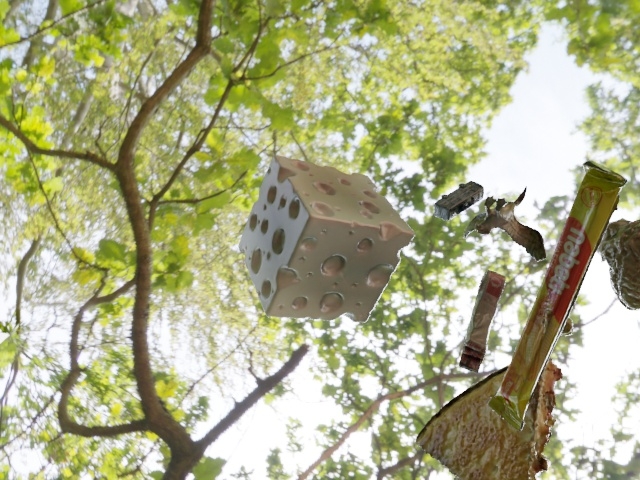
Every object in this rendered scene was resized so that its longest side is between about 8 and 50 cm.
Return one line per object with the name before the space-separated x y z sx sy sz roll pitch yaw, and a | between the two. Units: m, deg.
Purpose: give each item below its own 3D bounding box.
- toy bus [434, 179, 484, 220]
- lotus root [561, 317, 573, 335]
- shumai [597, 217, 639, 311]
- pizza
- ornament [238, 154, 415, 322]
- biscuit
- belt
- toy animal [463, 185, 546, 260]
toy bus | 0.377 -0.109 1.519 0.166 0.065 0.047 -30 -50 -30
lotus root | 0.628 0.219 1.491 0.049 0.099 0.054 -29 -62 -16
shumai | 0.634 0.032 1.150 0.166 0.175 0.205 -28 -61 -9
pizza | 0.420 0.504 1.301 0.130 0.440 0.406 32 -150 -23
ornament | 0.000 0.000 1.158 0.240 0.239 0.239 8 -58 -29
biscuit | 0.238 0.064 0.572 0.026 0.048 0.291 4 -68 -25
belt | 0.357 0.173 1.236 0.053 0.071 0.232 19 -109 6
toy animal | 0.494 -0.068 1.479 0.160 0.272 0.197 23 -85 -47
